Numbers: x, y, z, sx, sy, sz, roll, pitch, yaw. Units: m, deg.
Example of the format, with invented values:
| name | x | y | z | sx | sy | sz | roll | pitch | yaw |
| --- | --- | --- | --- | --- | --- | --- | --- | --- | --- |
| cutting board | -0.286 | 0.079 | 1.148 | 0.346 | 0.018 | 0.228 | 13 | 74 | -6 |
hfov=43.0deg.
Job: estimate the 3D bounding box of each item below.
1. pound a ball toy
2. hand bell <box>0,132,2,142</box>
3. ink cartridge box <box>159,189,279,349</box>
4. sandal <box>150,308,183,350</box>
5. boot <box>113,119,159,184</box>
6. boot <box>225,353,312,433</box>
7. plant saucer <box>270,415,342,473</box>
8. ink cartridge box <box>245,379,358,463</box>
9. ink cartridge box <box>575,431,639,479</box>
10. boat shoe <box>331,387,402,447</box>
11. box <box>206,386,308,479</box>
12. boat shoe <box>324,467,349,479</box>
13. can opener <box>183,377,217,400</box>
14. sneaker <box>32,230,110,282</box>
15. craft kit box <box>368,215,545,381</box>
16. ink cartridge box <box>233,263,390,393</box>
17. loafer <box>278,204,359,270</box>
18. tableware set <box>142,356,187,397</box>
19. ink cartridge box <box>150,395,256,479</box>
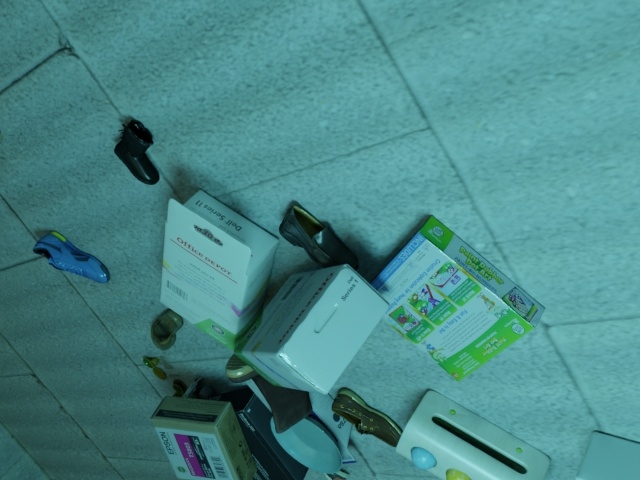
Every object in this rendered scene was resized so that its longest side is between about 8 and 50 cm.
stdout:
| name | x | y | z | sx | sy | sz | roll | pitch | yaw |
| --- | --- | --- | --- | --- | --- | --- | --- | --- | --- |
| pound a ball toy | 0.306 | 0.473 | 1.626 | 0.319 | 0.136 | 0.208 | 29 | 140 | 15 |
| hand bell | -0.870 | -0.210 | 1.869 | 0.126 | 0.242 | 0.126 | 22 | 137 | 22 |
| ink cartridge box | -0.209 | 0.044 | 1.658 | 0.207 | 0.119 | 0.354 | 32 | 142 | 12 |
| sandal | -0.396 | 0.232 | 2.048 | 0.072 | 0.049 | 0.180 | 41 | 142 | 0 |
| boot | -0.360 | -0.178 | 1.637 | 0.121 | 0.045 | 0.099 | 45 | 139 | -3 |
| boot | -0.095 | 0.308 | 1.686 | 0.090 | 0.248 | 0.207 | 1 | 104 | 34 |
| plant saucer | -0.025 | 0.452 | 1.858 | 0.194 | 0.037 | 0.195 | 22 | 137 | 23 |
| ink cartridge box | -0.046 | 0.384 | 1.893 | 0.165 | 0.065 | 0.333 | -23 | 109 | 48 |
| ink cartridge box | 0.568 | 0.492 | 1.442 | 0.196 | 0.114 | 0.273 | 10 | 133 | 32 |
| boat shoe | 0.100 | 0.401 | 1.788 | 0.178 | 0.060 | 0.064 | 36 | 141 | 7 |
| box | -0.168 | 0.505 | 2.053 | 0.184 | 0.103 | 0.261 | -18 | 114 | 36 |
| boat shoe | 0.012 | 0.553 | 2.022 | 0.137 | 0.049 | 0.043 | 44 | 99 | 0 |
| can opener | -0.339 | 0.471 | 2.206 | 0.095 | 0.076 | 0.284 | 31 | 140 | 13 |
| sneaker | -0.632 | 0.060 | 2.058 | 0.209 | 0.082 | 0.069 | 32 | 139 | 9 |
| craft kit box | 0.219 | 0.110 | 1.420 | 0.246 | 0.061 | 0.250 | 42 | 142 | 3 |
| ink cartridge box | -0.023 | 0.161 | 1.478 | 0.117 | 0.201 | 0.278 | 42 | 161 | -12 |
| loafer | 0.000 | 0.000 | 1.493 | 0.170 | 0.062 | 0.061 | 31 | 136 | 10 |
| tableware set | -0.425 | 0.381 | 2.235 | 0.104 | 0.024 | 0.154 | -9 | 121 | 44 |
| ink cartridge box | -0.282 | 0.498 | 1.981 | 0.193 | 0.088 | 0.235 | -2 | 122 | 25 |
